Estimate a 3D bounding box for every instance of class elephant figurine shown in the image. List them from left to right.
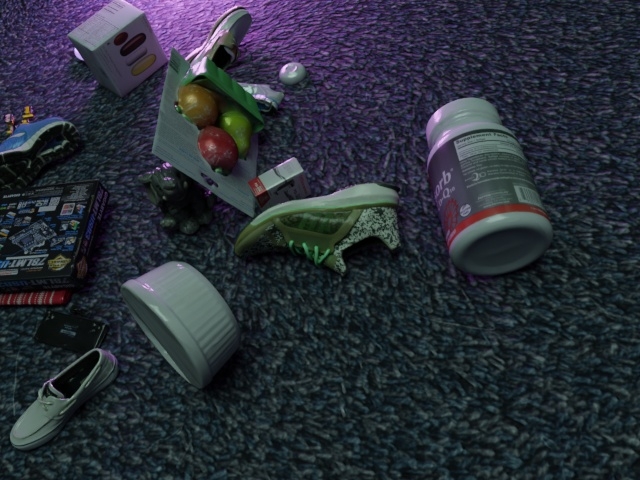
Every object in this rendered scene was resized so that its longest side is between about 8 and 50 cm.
[{"bbox_3d":[-0.359,-0.138,1.439,0.186,0.239,0.169,10,61,21],"label":"elephant figurine"}]

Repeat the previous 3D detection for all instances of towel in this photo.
[{"bbox_3d":[-0.746,0.080,1.516,0.275,0.031,0.199,-2,57,13],"label":"towel"}]

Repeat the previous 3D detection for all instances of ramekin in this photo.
[{"bbox_3d":[-0.281,0.164,1.219,0.273,0.273,0.127,34,58,29],"label":"ramekin"}]

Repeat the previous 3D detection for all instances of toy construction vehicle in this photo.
[{"bbox_3d":[-0.956,-0.378,1.870,0.086,0.035,0.098,-14,57,-9],"label":"toy construction vehicle"}]

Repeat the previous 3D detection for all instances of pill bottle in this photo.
[{"bbox_3d":[0.350,-0.124,1.282,0.210,0.210,0.363,-11,55,6],"label":"pill bottle"}]

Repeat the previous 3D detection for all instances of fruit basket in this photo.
[{"bbox_3d":[-0.280,-0.266,1.481,0.165,0.327,0.353,-19,54,34],"label":"fruit basket"}]

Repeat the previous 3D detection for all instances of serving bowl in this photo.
[{"bbox_3d":[-0.084,-0.501,1.743,0.083,0.027,0.083,-6,56,9],"label":"serving bowl"}]

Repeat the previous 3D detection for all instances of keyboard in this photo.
[{"bbox_3d":[-0.589,0.206,1.401,0.180,0.023,0.108,10,66,18],"label":"keyboard"}]

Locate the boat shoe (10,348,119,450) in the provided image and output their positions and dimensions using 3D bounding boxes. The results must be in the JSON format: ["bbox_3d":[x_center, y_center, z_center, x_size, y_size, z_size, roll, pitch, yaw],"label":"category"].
[{"bbox_3d":[-0.562,0.337,1.267,0.267,0.088,0.096,-38,57,-12],"label":"boat shoe"}]

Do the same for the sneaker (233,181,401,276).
[{"bbox_3d":[0.000,0.000,1.337,0.410,0.158,0.182,-16,72,8],"label":"sneaker"}]

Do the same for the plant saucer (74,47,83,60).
[{"bbox_3d":[-0.738,-0.664,1.999,0.195,0.037,0.195,-7,56,10],"label":"plant saucer"}]

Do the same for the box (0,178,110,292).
[{"bbox_3d":[-0.718,-0.011,1.505,0.295,0.073,0.293,-5,57,10],"label":"box"}]

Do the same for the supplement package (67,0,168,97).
[{"bbox_3d":[-0.626,-0.600,1.835,0.149,0.194,0.203,34,71,29],"label":"supplement package"}]

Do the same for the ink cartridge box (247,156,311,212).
[{"bbox_3d":[-0.099,-0.130,1.459,0.135,0.099,0.056,-29,56,-6],"label":"ink cartridge box"}]

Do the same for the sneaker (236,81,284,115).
[{"bbox_3d":[-0.188,-0.424,1.701,0.191,0.071,0.083,25,59,17],"label":"sneaker"}]

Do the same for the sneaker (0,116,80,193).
[{"bbox_3d":[-0.873,-0.256,1.729,0.330,0.130,0.147,-33,42,-13],"label":"sneaker"}]

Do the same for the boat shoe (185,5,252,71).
[{"bbox_3d":[-0.298,-0.587,1.808,0.103,0.113,0.302,31,79,27],"label":"boat shoe"}]
